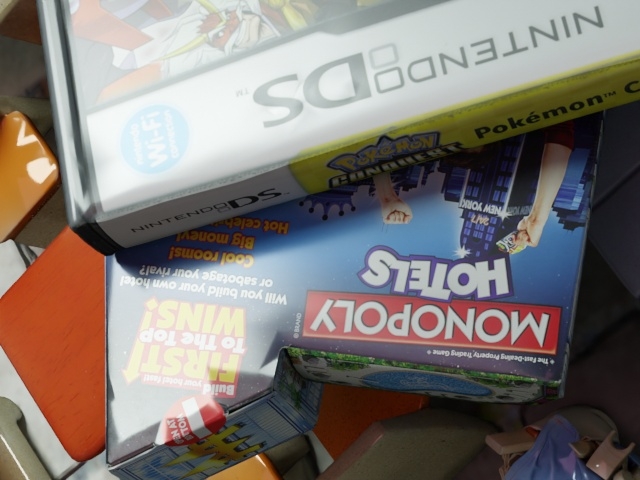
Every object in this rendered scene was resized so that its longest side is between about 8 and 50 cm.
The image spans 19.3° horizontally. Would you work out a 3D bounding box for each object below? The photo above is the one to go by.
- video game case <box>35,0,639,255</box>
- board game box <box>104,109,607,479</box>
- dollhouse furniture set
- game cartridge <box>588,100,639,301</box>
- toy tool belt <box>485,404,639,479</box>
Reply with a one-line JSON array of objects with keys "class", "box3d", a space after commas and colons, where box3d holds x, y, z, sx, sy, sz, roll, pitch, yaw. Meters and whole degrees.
[{"class": "video game case", "box3d": [0.013, -0.155, 0.657, 0.248, 0.035, 0.275, -16, 68, 12]}, {"class": "board game box", "box3d": [0.000, 0.000, 0.662, 0.194, 0.060, 0.194, 7, 74, 17]}, {"class": "dollhouse furniture set", "box3d": [-0.105, 0.049, 0.774, 0.259, 0.135, 0.262, -46, 66, 21]}, {"class": "game cartridge", "box3d": [0.198, -0.148, 0.647, 0.355, 0.068, 0.230, -44, 70, 22]}, {"class": "toy tool belt", "box3d": [0.103, 0.094, 0.693, 0.083, 0.051, 0.052, 33, 104, 29]}]
